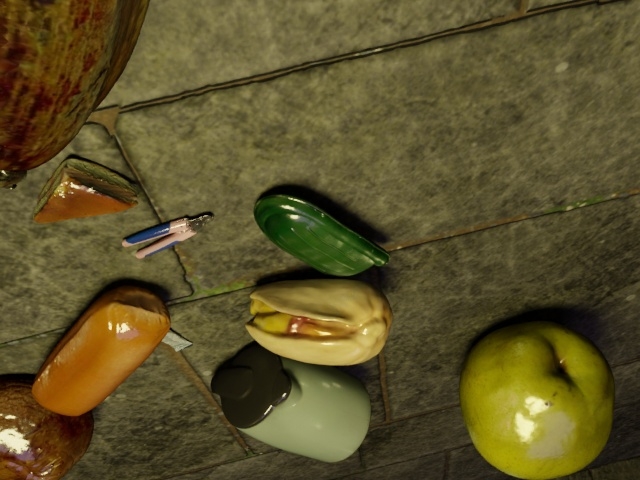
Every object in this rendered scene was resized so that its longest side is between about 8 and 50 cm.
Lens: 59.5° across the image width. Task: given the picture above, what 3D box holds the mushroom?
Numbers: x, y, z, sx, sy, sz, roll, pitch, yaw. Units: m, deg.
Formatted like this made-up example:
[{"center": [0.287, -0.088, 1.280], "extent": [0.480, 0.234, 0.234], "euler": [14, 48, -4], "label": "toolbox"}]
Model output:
[{"center": [-0.475, 0.309, 0.868], "extent": [0.232, 0.138, 0.194], "euler": [7, 136, -25], "label": "mushroom"}]

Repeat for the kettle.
[{"center": [-0.067, 0.273, 0.958], "extent": [0.221, 0.161, 0.236], "euler": [-5, 153, 41], "label": "kettle"}]

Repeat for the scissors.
[{"center": [-0.182, -0.009, 0.677], "extent": [0.113, 0.012, 0.039], "euler": [-22, 141, 9], "label": "scissors"}]

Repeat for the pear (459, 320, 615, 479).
[{"center": [0.383, 0.287, 1.013], "extent": [0.295, 0.294, 0.294], "euler": [-9, 141, -7], "label": "pear"}]

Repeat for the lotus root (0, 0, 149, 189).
[{"center": [-0.180, -0.184, 0.315], "extent": [0.179, 0.196, 0.397], "euler": [34, 130, -1], "label": "lotus root"}]

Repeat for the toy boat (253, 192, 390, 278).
[{"center": [0.000, 0.000, 0.714], "extent": [0.104, 0.052, 0.210], "euler": [-17, 145, 37], "label": "toy boat"}]

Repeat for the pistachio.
[{"center": [-0.001, 0.110, 0.776], "extent": [0.201, 0.117, 0.145], "euler": [-1, -174, 14], "label": "pistachio"}]

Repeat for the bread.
[{"center": [-0.248, -0.054, 0.577], "extent": [0.109, 0.043, 0.062], "euler": [-8, 142, -6], "label": "bread"}]

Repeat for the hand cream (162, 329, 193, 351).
[{"center": [-0.230, 0.146, 0.850], "extent": [0.030, 0.019, 0.093], "euler": [-23, 147, 8], "label": "hand cream"}]

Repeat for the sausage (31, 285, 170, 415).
[{"center": [-0.307, 0.159, 0.772], "extent": [0.105, 0.105, 0.274], "euler": [22, 129, -37], "label": "sausage"}]
